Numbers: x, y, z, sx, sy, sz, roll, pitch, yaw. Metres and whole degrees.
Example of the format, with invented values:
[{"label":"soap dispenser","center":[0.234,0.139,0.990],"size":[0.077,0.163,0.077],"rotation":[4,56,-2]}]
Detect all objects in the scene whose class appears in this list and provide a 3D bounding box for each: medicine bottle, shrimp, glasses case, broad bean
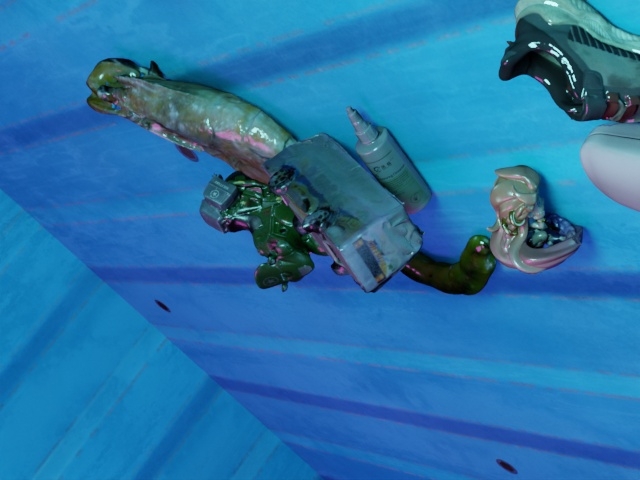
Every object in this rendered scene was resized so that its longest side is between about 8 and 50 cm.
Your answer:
[{"label":"medicine bottle","center":[0.091,-0.121,1.817],"size":[0.057,0.058,0.199],"rotation":[12,148,49]},{"label":"shrimp","center":[-0.199,-0.195,2.093],"size":[0.445,0.110,0.221],"rotation":[25,166,19]},{"label":"glasses case","center":[0.417,-0.067,1.375],"size":[0.297,0.075,0.113],"rotation":[17,153,45]},{"label":"broad bean","center":[0.192,0.035,2.007],"size":[0.292,0.049,0.144],"rotation":[8,144,54]}]

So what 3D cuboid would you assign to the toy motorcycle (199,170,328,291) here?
[{"label":"toy motorcycle","center":[-0.096,-0.020,2.163],"size":[0.274,0.187,0.125],"rotation":[28,159,26]}]

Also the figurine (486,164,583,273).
[{"label":"figurine","center":[0.267,-0.024,1.665],"size":[0.114,0.126,0.157],"rotation":[-32,119,22]}]

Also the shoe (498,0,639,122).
[{"label":"shoe","center":[0.285,-0.168,1.316],"size":[0.227,0.112,0.099],"rotation":[35,159,9]}]

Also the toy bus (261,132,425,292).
[{"label":"toy bus","center":[0.026,-0.052,1.839],"size":[0.112,0.138,0.317],"rotation":[57,176,-36]}]
